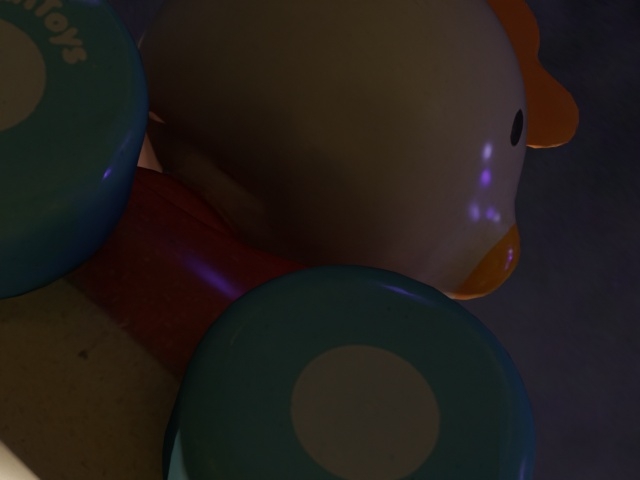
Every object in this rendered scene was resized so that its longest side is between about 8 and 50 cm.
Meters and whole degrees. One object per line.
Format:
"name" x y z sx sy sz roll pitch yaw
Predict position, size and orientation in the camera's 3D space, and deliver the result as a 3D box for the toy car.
"toy car" 0.000 0.000 0.487 0.210 0.219 0.238 41 -119 11
